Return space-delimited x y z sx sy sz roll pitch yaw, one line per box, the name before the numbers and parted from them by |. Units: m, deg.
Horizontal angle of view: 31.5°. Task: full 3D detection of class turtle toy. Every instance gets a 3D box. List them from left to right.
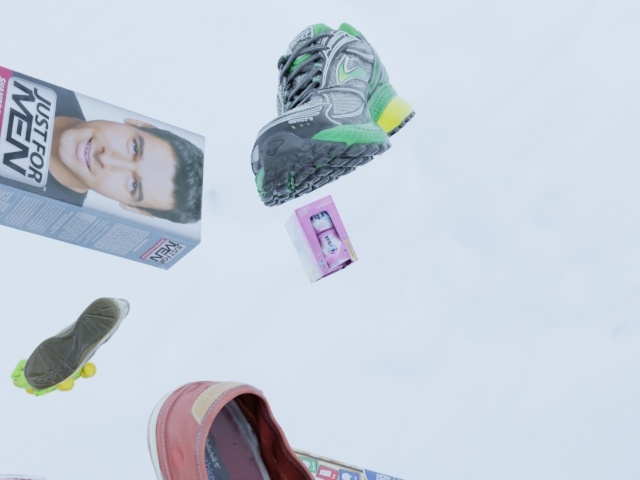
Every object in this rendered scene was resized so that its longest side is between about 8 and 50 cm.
turtle toy | -0.403 0.192 1.685 0.130 0.095 0.066 -30 106 -54

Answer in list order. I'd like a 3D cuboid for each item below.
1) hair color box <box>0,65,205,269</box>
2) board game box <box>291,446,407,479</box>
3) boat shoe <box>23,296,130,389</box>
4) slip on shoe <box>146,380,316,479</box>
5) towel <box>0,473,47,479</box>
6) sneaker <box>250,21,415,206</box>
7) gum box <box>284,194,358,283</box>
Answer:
hair color box | -0.351 -0.103 1.587 0.374 0.185 0.113 18 147 -31
board game box | 0.004 0.286 1.174 0.193 0.147 0.045 17 117 -2
boat shoe | -0.291 0.123 1.364 0.153 0.056 0.048 -45 170 11
slip on shoe | -0.030 0.258 0.867 0.123 0.331 0.101 -20 174 -38
towel | -0.413 0.265 1.175 0.237 0.037 0.329 5 175 -7
sneaker | -0.008 -0.137 1.165 0.134 0.146 0.343 -27 -170 19
gum box | 0.000 0.000 1.754 0.062 0.107 0.188 -24 177 -9
